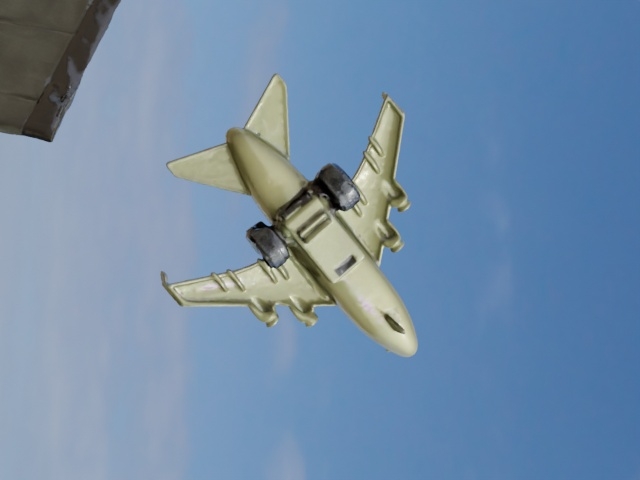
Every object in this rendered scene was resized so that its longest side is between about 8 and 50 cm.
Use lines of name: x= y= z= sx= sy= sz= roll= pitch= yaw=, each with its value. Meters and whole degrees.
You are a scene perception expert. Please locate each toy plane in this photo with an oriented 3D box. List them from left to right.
toy plane: x=0.000 y=0.000 z=1.108 sx=0.244 sy=0.229 sz=0.092 roll=50 pitch=-6 yaw=-11

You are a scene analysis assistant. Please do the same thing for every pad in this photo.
pad: x=-0.289 y=-0.187 z=1.348 sx=0.022 sy=0.174 sz=0.233 roll=89 pitch=13 yaw=-51
